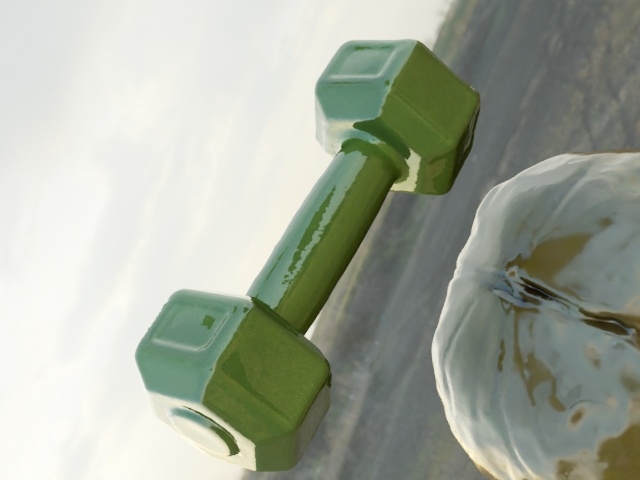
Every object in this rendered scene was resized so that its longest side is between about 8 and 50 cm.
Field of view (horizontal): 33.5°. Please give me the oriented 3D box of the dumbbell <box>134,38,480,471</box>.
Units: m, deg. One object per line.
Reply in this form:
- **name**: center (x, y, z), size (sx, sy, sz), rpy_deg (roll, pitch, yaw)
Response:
- **dumbbell**: center (0.000, 0.000, 0.683), size (0.302, 0.121, 0.108), rpy_deg (-59, -45, -29)

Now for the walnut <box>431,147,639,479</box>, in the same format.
- **walnut**: center (0.290, 0.102, 0.962), size (0.354, 0.398, 0.308), rpy_deg (-58, 31, 0)
